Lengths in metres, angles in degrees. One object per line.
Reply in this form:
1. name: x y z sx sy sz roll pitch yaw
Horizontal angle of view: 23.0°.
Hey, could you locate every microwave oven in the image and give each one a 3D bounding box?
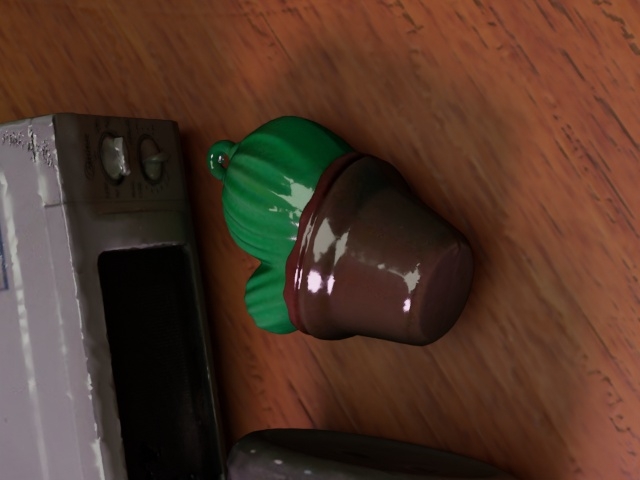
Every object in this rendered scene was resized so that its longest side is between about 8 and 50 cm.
1. microwave oven: -0.190 0.080 1.018 0.237 0.181 0.295 -9 89 23

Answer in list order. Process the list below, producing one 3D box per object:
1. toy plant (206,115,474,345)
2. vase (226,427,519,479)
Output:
1. toy plant: 0.000 0.000 0.991 0.200 0.105 0.143 26 116 35
2. vase: 0.015 0.268 0.931 0.245 0.245 0.291 11 92 20
